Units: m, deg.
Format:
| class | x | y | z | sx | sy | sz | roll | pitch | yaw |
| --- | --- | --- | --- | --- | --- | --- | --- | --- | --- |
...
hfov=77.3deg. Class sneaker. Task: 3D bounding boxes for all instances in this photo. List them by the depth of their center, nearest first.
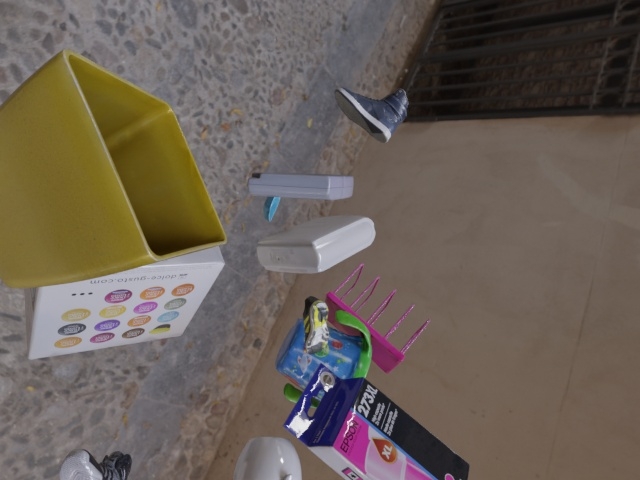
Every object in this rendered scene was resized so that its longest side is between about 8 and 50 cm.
| class | x | y | z | sx | sy | sz | roll | pitch | yaw |
| --- | --- | --- | --- | --- | --- | --- | --- | --- | --- |
| sneaker | -0.008 | 0.111 | 0.532 | 0.031 | 0.035 | 0.083 | -3 | 113 | -25 |
| sneaker | -0.628 | 0.650 | 1.136 | 0.153 | 0.101 | 0.268 | -82 | 168 | -65 |
| sneaker | 0.169 | -0.437 | 1.263 | 0.226 | 0.086 | 0.163 | 40 | 79 | -4 |

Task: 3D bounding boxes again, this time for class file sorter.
| class | x | y | z | sx | sy | sz | roll | pitch | yaw |
| --- | --- | --- | --- | --- | --- | --- | --- | --- | --- |
| file sorter | 0.177 | 0.246 | 1.297 | 0.182 | 0.291 | 0.202 | -43 | 162 | -23 |

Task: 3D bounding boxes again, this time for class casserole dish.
| class | x | y | z | sx | sy | sz | roll | pitch | yaw |
| --- | --- | --- | --- | --- | --- | --- | --- | --- | --- |
| casserole dish | -0.213 | -0.168 | 1.756 | 0.114 | 0.037 | 0.188 | 102 | 5 | -50 |

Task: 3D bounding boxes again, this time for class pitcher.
| class | x | y | z | sx | sy | sz | roll | pitch | yaw |
| --- | --- | --- | --- | --- | --- | --- | --- | --- | --- |
| pitcher | -0.081 | 0.461 | 0.705 | 0.125 | 0.178 | 0.207 | 26 | 45 | -31 |

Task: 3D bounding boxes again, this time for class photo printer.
| class | x | y | z | sx | sy | sz | roll | pitch | yaw |
| --- | --- | --- | --- | --- | --- | --- | --- | --- | --- |
| photo printer | 0.000 | 0.000 | 1.218 | 0.308 | 0.256 | 0.107 | -25 | 108 | -45 |

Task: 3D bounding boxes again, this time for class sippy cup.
| class | x | y | z | sx | sy | sz | roll | pitch | yaw |
| --- | --- | --- | --- | --- | --- | --- | --- | --- | --- |
| sippy cup | -0.003 | 0.347 | 1.172 | 0.224 | 0.240 | 0.305 | 30 | 78 | -6 |

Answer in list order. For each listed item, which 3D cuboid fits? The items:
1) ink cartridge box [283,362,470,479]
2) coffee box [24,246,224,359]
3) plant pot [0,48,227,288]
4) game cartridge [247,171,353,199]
| class | x | y | z | sx | sy | sz | roll | pitch | yaw |
| --- | --- | --- | --- | --- | --- | --- | --- | --- | --- |
| ink cartridge box | 0.120 | 0.406 | 0.788 | 0.069 | 0.371 | 0.176 | -56 | 175 | 38 |
| coffee box | -0.479 | 0.026 | 0.938 | 0.338 | 0.338 | 0.334 | 0 | 141 | -41 |
| plant pot | -0.266 | -0.052 | 0.477 | 0.212 | 0.187 | 0.212 | -38 | 106 | -82 |
| game cartridge | -0.025 | -0.130 | 0.929 | 0.297 | 0.198 | 0.062 | -40 | 138 | -75 |
